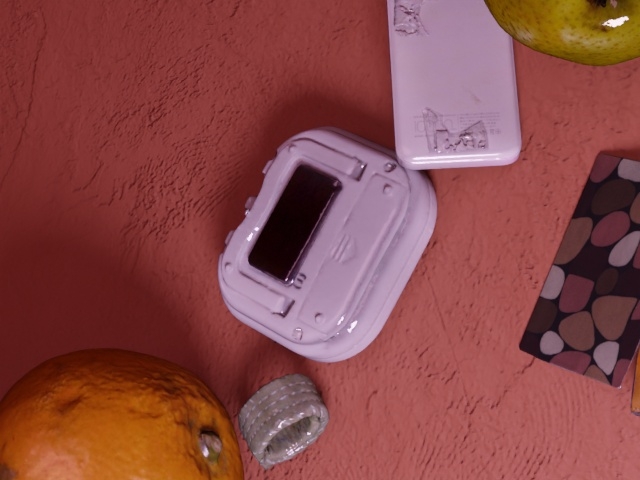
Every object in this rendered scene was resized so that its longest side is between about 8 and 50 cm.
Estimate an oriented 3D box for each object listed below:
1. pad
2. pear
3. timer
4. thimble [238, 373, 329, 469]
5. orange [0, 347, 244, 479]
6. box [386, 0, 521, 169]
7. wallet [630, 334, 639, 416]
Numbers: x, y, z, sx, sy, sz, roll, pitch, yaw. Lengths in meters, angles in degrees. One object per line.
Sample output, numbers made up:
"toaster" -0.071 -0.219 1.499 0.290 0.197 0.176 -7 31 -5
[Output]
"pad" 0.299 0.026 1.499 0.158 0.003 0.235 19 85 55
"pear" 0.294 -0.315 1.490 0.294 0.294 0.294 -12 67 30
"timer" 0.000 0.000 1.684 0.237 0.087 0.262 26 87 37
"thimble" -0.045 0.206 1.645 0.110 0.084 0.062 -49 51 26
"orange" -0.233 0.269 1.610 0.312 0.312 0.312 -12 67 30
"box" 0.150 -0.217 1.660 0.142 0.044 0.285 -3 69 3
"wallet" 0.396 0.089 1.421 0.161 0.042 0.195 1 73 30
